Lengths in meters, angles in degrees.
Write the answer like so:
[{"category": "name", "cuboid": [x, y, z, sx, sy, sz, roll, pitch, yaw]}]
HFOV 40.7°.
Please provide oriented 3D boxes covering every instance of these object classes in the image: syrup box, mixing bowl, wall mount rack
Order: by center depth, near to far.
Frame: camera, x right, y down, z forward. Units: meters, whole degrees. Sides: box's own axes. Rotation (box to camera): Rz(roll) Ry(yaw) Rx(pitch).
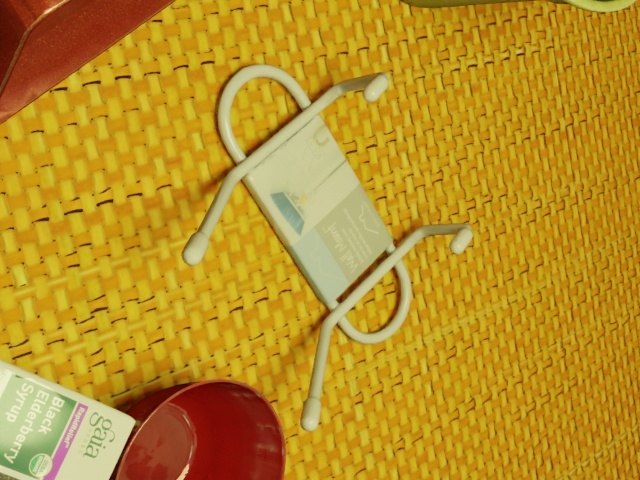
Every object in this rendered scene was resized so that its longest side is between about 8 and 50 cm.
[{"category": "syrup box", "cuboid": [-0.277, 0.135, 0.677, 0.237, 0.096, 0.093, 32, 70, -27]}, {"category": "mixing bowl", "cuboid": [-0.132, 0.206, 0.792, 0.181, 0.098, 0.181, -7, 101, -41]}, {"category": "wall mount rack", "cuboid": [0.000, 0.000, 0.869, 0.304, 0.130, 0.350, -44, 115, -27]}]

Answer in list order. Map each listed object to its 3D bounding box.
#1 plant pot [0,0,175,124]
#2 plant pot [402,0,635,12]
[{"category": "plant pot", "cuboid": [-0.212, -0.273, 0.637, 0.267, 0.267, 0.235, -45, 103, -27]}, {"category": "plant pot", "cuboid": [0.188, -0.361, 0.919, 0.276, 0.254, 0.276, -2, 93, -36]}]
